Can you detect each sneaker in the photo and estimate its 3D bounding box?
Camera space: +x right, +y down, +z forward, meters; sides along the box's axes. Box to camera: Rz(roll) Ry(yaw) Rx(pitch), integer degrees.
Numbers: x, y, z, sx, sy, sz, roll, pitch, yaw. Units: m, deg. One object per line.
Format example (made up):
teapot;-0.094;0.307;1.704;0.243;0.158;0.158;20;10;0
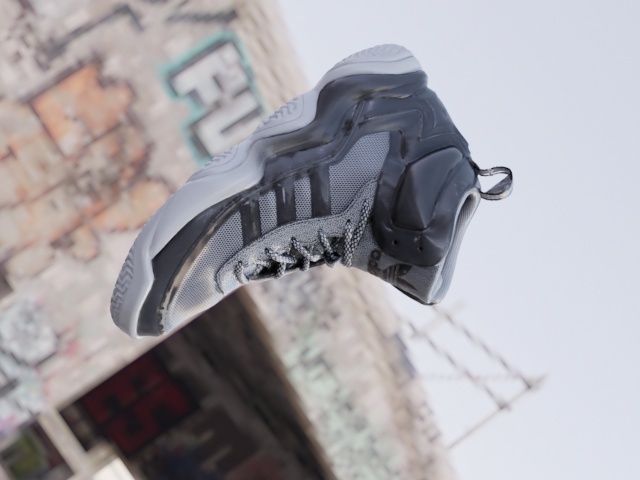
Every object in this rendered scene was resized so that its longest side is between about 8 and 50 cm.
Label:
sneaker;0.000;0.000;1.219;0.153;0.268;0.101;45;-13;18
